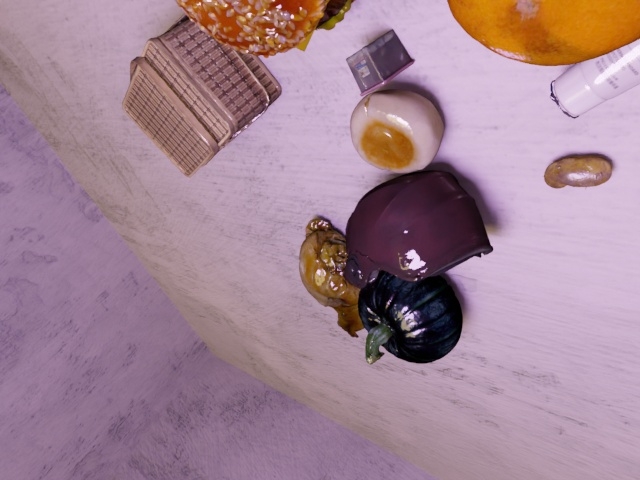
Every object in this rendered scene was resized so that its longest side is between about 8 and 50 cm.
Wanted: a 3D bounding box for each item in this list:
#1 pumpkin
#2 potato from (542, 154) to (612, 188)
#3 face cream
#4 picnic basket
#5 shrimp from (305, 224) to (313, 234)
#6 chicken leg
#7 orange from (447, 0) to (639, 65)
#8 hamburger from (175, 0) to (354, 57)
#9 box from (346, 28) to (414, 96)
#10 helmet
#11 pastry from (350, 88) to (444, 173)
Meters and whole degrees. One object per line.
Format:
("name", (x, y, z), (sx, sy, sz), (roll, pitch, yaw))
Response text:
("pumpkin", (0.178, 0.177, 1.071), (0.247, 0.248, 0.248), (29, 149, 19))
("potato", (0.361, -0.097, 0.685), (0.046, 0.045, 0.092), (16, 172, -39))
("face cream", (0.367, -0.217, 0.510), (0.092, 0.058, 0.243), (48, 144, -5))
("picnic basket", (-0.260, -0.294, 1.002), (0.228, 0.175, 0.312), (49, 149, -15))
("shrimp", (0.000, 0.000, 1.261), (0.059, 0.023, 0.108), (-10, 125, 43))
("chicken leg", (0.053, 0.133, 1.279), (0.201, 0.153, 0.429), (30, 158, 33))
("orange", (0.233, -0.282, 0.452), (0.240, 0.171, 0.240), (29, 156, 14))
("hamburger", (-0.080, -0.384, 0.623), (0.290, 0.225, 0.291), (27, 150, 17))
("box", (0.088, -0.270, 0.731), (0.060, 0.084, 0.063), (-12, 114, 56))
("helmet", (0.149, -0.025, 0.871), (0.305, 0.224, 0.177), (-12, 95, 55))
("pastry", (0.122, -0.180, 0.783), (0.156, 0.092, 0.156), (19, 153, 10))
